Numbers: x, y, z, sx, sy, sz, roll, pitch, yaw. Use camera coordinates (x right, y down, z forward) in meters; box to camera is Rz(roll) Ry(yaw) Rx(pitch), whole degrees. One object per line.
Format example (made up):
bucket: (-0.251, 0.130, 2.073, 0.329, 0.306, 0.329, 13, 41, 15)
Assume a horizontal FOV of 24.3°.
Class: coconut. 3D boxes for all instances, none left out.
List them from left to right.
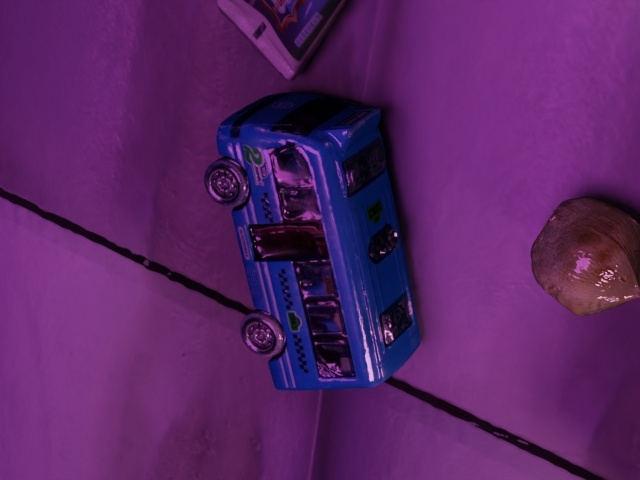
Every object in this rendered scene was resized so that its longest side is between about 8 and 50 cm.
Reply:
coconut: (0.209, 0.015, 1.142, 0.096, 0.088, 0.088, 35, 126, 26)

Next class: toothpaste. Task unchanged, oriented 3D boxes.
toothpaste: (0.037, -0.277, 1.151, 0.099, 0.061, 0.392, 48, 131, 6)

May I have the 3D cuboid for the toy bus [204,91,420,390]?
toy bus: (0.000, 0.000, 1.266, 0.134, 0.113, 0.246, 0, 111, 32)
